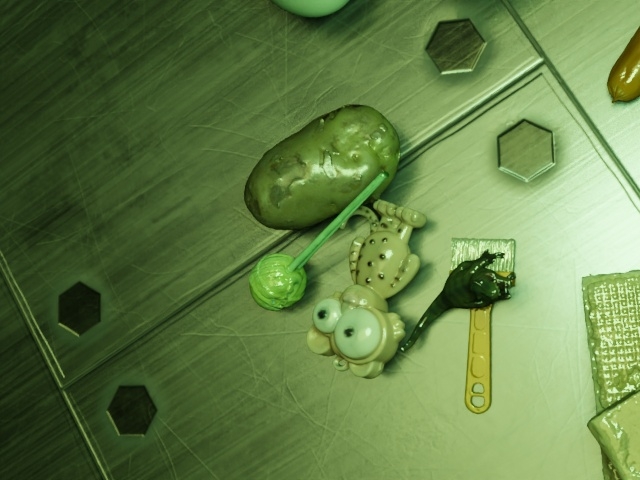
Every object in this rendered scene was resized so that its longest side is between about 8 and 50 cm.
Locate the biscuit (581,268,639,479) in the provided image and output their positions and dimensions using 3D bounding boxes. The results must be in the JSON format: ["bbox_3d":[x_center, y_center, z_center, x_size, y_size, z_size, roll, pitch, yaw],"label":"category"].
[{"bbox_3d":[0.465,0.251,1.433,0.144,0.078,0.426,-8,83,16],"label":"biscuit"}]

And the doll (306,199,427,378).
[{"bbox_3d":[0.075,0.072,1.563,0.154,0.119,0.278,9,81,33],"label":"doll"}]

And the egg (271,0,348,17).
[{"bbox_3d":[-0.036,-0.478,1.617,0.183,0.183,0.264,-33,69,12],"label":"egg"}]

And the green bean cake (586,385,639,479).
[{"bbox_3d":[0.461,0.243,1.350,0.179,0.085,0.109,-36,77,10],"label":"green bean cake"}]

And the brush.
[{"bbox_3d":[0.247,0.131,1.551,0.103,0.013,0.272,1,86,19],"label":"brush"}]

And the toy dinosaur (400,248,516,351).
[{"bbox_3d":[0.194,0.078,1.487,0.179,0.187,0.087,-22,76,-12],"label":"toy dinosaur"}]

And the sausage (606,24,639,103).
[{"bbox_3d":[0.487,-0.281,1.494,0.062,0.054,0.183,34,93,-10],"label":"sausage"}]

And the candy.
[{"bbox_3d":[0.000,0.000,1.547,0.093,0.092,0.335,35,127,-15],"label":"candy"}]

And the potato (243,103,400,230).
[{"bbox_3d":[0.001,-0.113,1.577,0.262,0.165,0.165,-23,78,10],"label":"potato"}]
